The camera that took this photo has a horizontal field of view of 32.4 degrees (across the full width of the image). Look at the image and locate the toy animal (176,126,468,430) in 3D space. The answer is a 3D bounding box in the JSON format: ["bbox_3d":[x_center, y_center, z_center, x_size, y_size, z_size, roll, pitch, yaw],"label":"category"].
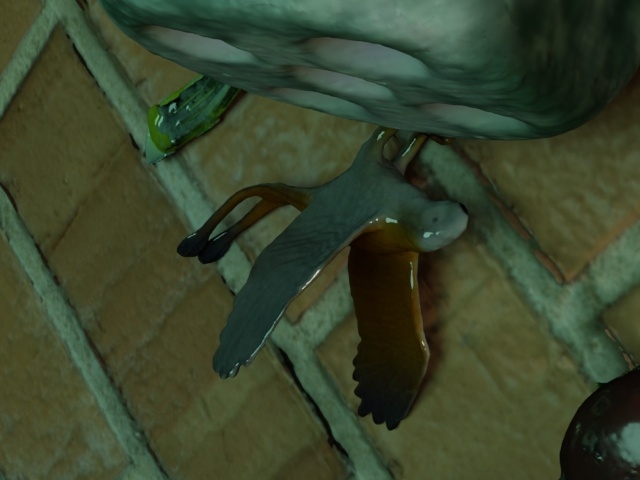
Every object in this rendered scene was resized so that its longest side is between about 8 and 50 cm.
[{"bbox_3d":[0.015,-0.017,1.019,0.302,0.225,0.284,-53,41,15],"label":"toy animal"}]

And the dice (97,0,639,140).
[{"bbox_3d":[0.044,-0.265,0.773,0.348,0.330,0.327,11,87,38],"label":"dice"}]

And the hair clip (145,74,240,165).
[{"bbox_3d":[-0.127,-0.146,1.148,0.188,0.033,0.060,-33,71,39],"label":"hair clip"}]

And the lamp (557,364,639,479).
[{"bbox_3d":[0.255,0.151,0.810,0.157,0.135,0.156,4,129,13],"label":"lamp"}]
